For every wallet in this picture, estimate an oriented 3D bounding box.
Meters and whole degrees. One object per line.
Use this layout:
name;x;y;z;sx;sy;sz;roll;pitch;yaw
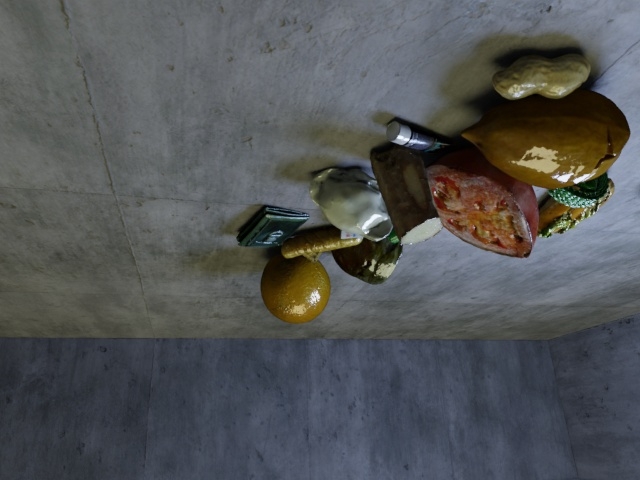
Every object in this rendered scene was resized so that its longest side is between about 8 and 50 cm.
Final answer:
wallet;-0.157;-0.035;1.562;0.160;0.055;0.236;4;157;-33

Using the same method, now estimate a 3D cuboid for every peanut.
peanut;0.418;-0.309;0.919;0.186;0.082;0.082;-2;158;-4

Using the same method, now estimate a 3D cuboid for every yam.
yam;0.210;-0.117;1.181;0.128;0.238;0.129;-12;161;-15

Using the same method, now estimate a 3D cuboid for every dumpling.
dumpling;0.087;-0.104;1.279;0.250;0.162;0.132;33;175;1

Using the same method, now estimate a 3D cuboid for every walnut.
walnut;0.462;-0.213;1.017;0.336;0.209;0.209;2;158;2

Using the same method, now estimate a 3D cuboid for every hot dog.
hot dog;0.001;0.003;1.620;0.285;0.088;0.061;-16;147;12
hot dog;0.752;-0.087;1.474;0.135;0.100;0.337;-1;157;-5

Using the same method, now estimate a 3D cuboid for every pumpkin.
pumpkin;0.136;0.071;1.690;0.148;0.169;0.312;7;155;-29

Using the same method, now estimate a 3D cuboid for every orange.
orange;-0.092;0.169;1.786;0.274;0.275;0.274;-2;158;-1

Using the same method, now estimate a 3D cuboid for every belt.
belt;0.677;-0.150;1.291;0.151;0.121;0.079;11;162;-1

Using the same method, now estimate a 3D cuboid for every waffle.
waffle;-0.058;0.005;1.714;0.152;0.098;0.023;35;152;-4

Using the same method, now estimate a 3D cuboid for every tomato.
tomato;0.418;-0.116;1.230;0.338;0.144;0.338;37;162;14

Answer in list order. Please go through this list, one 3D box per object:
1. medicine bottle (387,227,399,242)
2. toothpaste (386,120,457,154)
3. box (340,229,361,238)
medicine bottle;0.317;-0.069;1.454;0.260;0.064;0.095;-29;155;26
toothpaste;0.235;-0.233;1.141;0.193;0.045;0.071;7;165;-37
box;0.132;-0.079;1.463;0.149;0.067;0.233;-3;158;1
